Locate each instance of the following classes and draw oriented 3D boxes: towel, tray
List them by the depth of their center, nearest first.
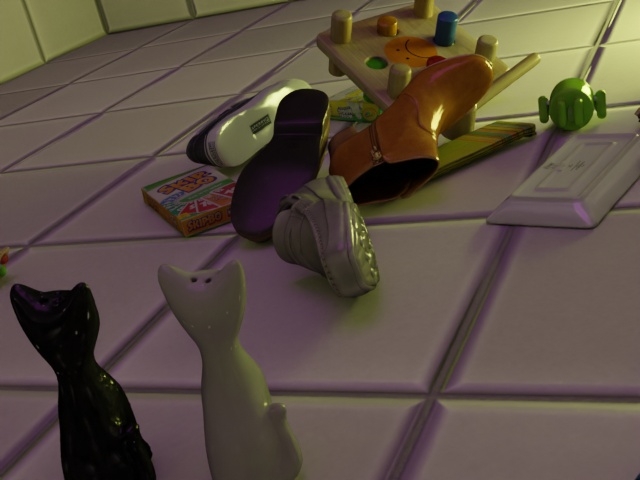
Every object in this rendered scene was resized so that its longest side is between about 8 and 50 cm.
[{"bbox_3d":[0.336,-0.088,1.242,0.145,0.030,0.270,3,28,38],"label":"tray"},{"bbox_3d":[0.207,-0.131,1.443,0.237,0.021,0.102,-25,19,-22],"label":"towel"}]

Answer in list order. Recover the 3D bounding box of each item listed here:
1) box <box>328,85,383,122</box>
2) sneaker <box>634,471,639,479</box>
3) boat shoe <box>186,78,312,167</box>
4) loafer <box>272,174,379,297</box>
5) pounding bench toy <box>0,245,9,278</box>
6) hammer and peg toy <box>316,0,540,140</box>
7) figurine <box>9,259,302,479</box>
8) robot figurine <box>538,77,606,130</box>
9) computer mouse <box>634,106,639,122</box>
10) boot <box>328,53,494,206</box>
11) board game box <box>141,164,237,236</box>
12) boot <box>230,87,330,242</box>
[{"bbox_3d":[0.101,-0.257,1.775,0.105,0.043,0.179,-29,25,-33],"label":"box"},{"bbox_3d":[0.237,0.172,0.649,0.059,0.053,0.144,-3,23,30],"label":"sneaker"},{"bbox_3d":[-0.123,-0.210,1.729,0.102,0.108,0.301,-1,28,40],"label":"boat shoe"},{"bbox_3d":[0.000,0.000,1.146,0.111,0.112,0.319,-19,14,1],"label":"loafer"},{"bbox_3d":[-0.501,0.046,1.409,0.065,0.083,0.052,21,30,2],"label":"pounding bench toy"},{"bbox_3d":[0.193,-0.292,1.651,0.265,0.127,0.361,-23,51,-24],"label":"hammer and peg toy"},{"bbox_3d":[-0.136,0.115,0.801,0.214,0.210,0.092,-9,23,11],"label":"figurine"},{"bbox_3d":[0.384,-0.210,1.454,0.101,0.067,0.115,-5,23,18],"label":"robot figurine"},{"bbox_3d":[0.553,-0.197,1.361,0.193,0.042,0.106,-23,18,-5],"label":"computer mouse"},{"bbox_3d":[0.148,-0.151,1.367,0.295,0.104,0.211,-30,27,3],"label":"boot"},{"bbox_3d":[-0.200,-0.070,1.525,0.124,0.039,0.259,-21,20,-19],"label":"board game box"},{"bbox_3d":[-0.044,-0.090,1.410,0.112,0.115,0.305,8,46,16],"label":"boot"}]
